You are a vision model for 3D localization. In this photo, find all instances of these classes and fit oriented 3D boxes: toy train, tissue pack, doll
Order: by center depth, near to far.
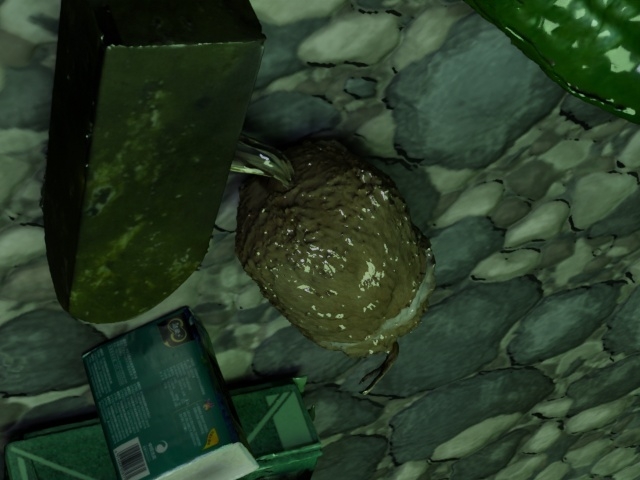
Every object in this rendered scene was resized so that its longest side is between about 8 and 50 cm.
[{"bbox_3d":[0.005,-0.003,0.777,0.105,0.115,0.221,-20,139,10],"label":"doll"},{"bbox_3d":[-0.098,0.120,0.859,0.085,0.111,0.079,-25,146,0],"label":"tissue pack"},{"bbox_3d":[-0.105,0.203,0.926,0.269,0.154,0.115,-10,141,-22],"label":"toy train"}]

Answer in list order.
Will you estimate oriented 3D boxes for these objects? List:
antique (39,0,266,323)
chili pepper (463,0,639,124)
[{"bbox_3d":[-0.097,-0.048,0.672,0.080,0.081,0.221,-6,141,-22],"label":"antique"},{"bbox_3d":[0.248,-0.152,0.685,0.385,0.167,0.213,12,116,-25],"label":"chili pepper"}]
